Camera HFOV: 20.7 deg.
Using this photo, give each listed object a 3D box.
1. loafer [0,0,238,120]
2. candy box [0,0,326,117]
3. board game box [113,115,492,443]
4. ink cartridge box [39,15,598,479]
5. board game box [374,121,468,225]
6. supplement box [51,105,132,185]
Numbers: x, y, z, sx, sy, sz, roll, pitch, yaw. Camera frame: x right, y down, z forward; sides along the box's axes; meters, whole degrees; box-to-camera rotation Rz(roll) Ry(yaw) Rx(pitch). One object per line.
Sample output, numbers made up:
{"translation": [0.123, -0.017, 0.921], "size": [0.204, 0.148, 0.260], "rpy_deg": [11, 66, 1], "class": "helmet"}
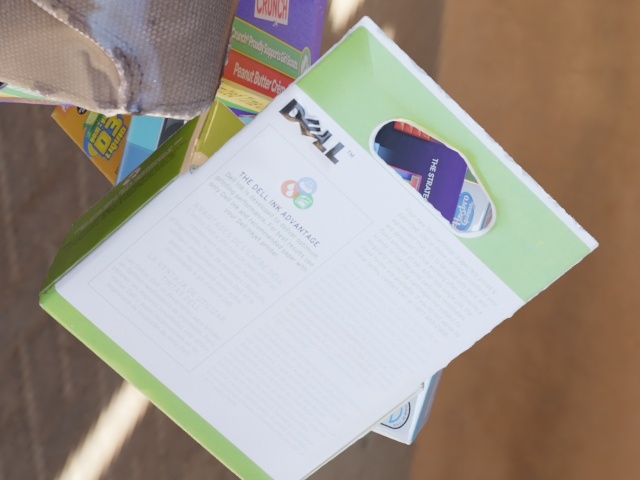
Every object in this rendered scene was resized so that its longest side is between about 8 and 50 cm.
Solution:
{"translation": [-0.182, -0.102, 0.679], "size": [0.134, 0.366, 0.130], "rpy_deg": [-27, 118, -47], "class": "loafer"}
{"translation": [-0.180, -0.156, 1.148], "size": [0.268, 0.317, 0.122], "rpy_deg": [14, 80, -74], "class": "candy box"}
{"translation": [-0.029, 0.007, 1.611], "size": [0.079, 0.336, 0.254], "rpy_deg": [-39, 147, -69], "class": "board game box"}
{"translation": [0.000, 0.000, 0.987], "size": [0.255, 0.189, 0.097], "rpy_deg": [-39, -161, 23], "class": "ink cartridge box"}
{"translation": [0.023, -0.009, 1.277], "size": [0.048, 0.141, 0.170], "rpy_deg": [10, -96, 64], "class": "board game box"}
{"translation": [-0.187, -0.091, 1.846], "size": [0.080, 0.233, 0.078], "rpy_deg": [17, 111, -48], "class": "supplement box"}
